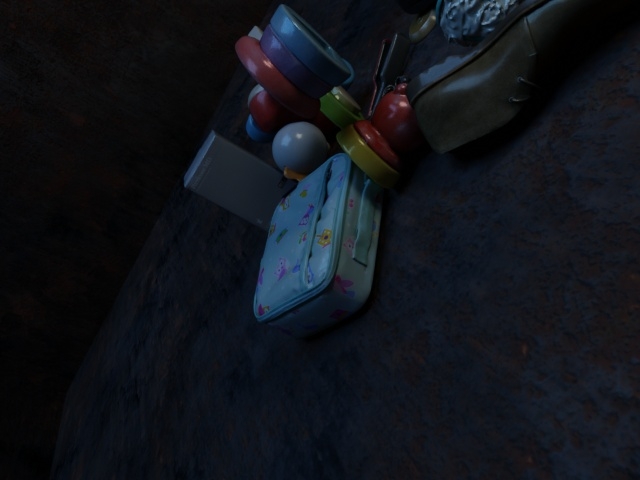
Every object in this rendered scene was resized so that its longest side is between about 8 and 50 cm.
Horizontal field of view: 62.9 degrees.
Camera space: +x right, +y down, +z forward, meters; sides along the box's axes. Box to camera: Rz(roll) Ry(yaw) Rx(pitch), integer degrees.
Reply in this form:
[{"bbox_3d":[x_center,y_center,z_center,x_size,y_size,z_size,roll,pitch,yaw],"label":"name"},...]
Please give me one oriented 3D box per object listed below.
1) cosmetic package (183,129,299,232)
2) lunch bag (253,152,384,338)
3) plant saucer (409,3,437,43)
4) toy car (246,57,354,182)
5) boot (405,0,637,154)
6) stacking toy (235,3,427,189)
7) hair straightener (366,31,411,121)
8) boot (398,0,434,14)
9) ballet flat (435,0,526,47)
[{"bbox_3d":[-0.152,-0.115,1.090,0.127,0.238,0.107,-60,25,8],"label":"cosmetic package"},{"bbox_3d":[0.000,0.000,0.837,0.224,0.108,0.279,-35,36,46],"label":"lunch bag"},{"bbox_3d":[0.193,-0.412,0.986,0.083,0.015,0.083,-45,30,35],"label":"plant saucer"},{"bbox_3d":[-0.028,-0.215,1.081,0.219,0.210,0.238,135,123,-60],"label":"toy car"},{"bbox_3d":[0.244,-0.202,0.620,0.305,0.112,0.115,-29,71,44],"label":"boot"},{"bbox_3d":[0.028,-0.254,0.806,0.130,0.309,0.279,-44,33,20],"label":"stacking toy"},{"bbox_3d":[0.120,-0.281,0.956,0.089,0.047,0.230,-5,61,62],"label":"hair straightener"},{"bbox_3d":[0.238,-0.502,0.934,0.198,0.077,0.137,-4,47,49],"label":"boot"},{"bbox_3d":[0.301,-0.431,0.688,0.409,0.147,0.147,-63,25,3],"label":"ballet flat"}]
